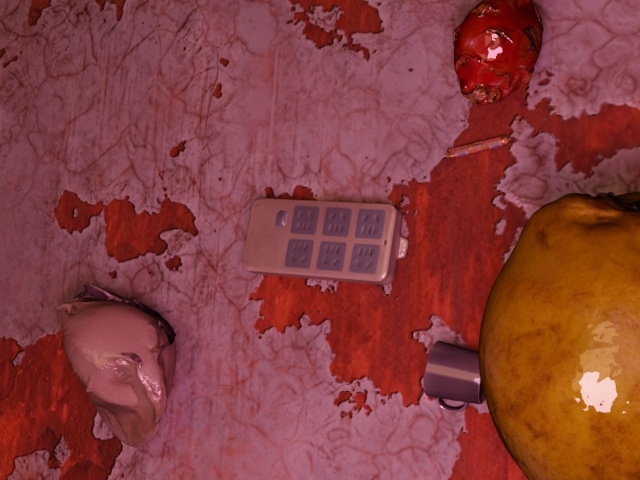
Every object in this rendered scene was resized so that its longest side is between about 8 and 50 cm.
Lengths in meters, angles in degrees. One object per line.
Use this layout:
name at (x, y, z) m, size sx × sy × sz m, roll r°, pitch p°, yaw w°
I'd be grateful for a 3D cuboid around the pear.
pear at (0.350, 0.148, 1.186) m, size 0.352 × 0.352 × 0.413 m, roll -14°, pitch 81°, yaw 23°

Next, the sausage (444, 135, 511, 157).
sausage at (0.226, -0.135, 1.480) m, size 0.100 × 0.015 × 0.015 m, roll -12°, pitch 74°, yaw 23°

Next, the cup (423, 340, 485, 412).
cup at (0.190, 0.193, 1.404) m, size 0.077 × 0.078 × 0.100 m, roll 11°, pitch 118°, yaw 23°

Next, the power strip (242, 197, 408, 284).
power strip at (0.000, 0.000, 1.545) m, size 0.271 × 0.046 × 0.117 m, roll 4°, pitch 81°, yaw 27°

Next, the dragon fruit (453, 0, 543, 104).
dragon fruit at (0.265, -0.306, 1.425) m, size 0.246 × 0.126 × 0.125 m, roll -67°, pitch 31°, yaw 16°

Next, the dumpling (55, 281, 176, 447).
dumpling at (-0.306, 0.190, 1.608) m, size 0.163 × 0.204 × 0.293 m, roll -41°, pitch 43°, yaw -20°
